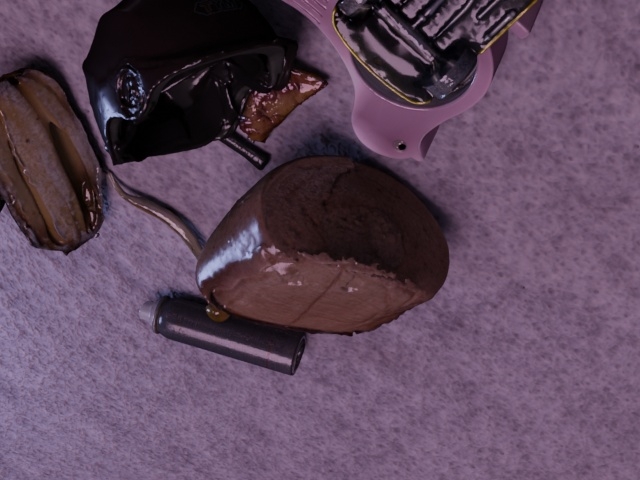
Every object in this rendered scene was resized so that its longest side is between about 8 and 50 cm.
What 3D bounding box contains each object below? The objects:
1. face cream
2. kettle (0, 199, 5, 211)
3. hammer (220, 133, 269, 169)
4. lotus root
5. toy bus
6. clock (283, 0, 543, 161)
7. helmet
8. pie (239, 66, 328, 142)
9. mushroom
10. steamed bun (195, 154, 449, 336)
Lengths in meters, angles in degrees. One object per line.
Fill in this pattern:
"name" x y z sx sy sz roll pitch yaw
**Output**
"face cream" -0.166 0.153 1.747 0.283 0.073 0.073 15 137 11
"kettle" -0.622 -0.127 1.550 0.324 0.228 0.321 27 169 -8
"hammer" -0.173 -0.177 1.455 0.246 0.029 0.103 33 138 -10
"lotus root" -0.420 -0.120 1.575 0.078 0.167 0.329 49 159 44
"toy bus" 0.163 -0.293 1.016 0.144 0.152 0.330 41 114 -14
"clock" 0.068 -0.243 1.233 0.290 0.080 0.275 29 138 -3
"helmet" -0.172 -0.228 1.276 0.305 0.225 0.177 -38 73 45
"pie" -0.070 -0.186 1.389 0.092 0.034 0.170 33 138 -14
"mushroom" -0.225 0.006 1.652 0.068 0.043 0.306 -30 112 8
"steamed bun" 0.000 0.000 1.425 0.301 0.199 0.251 15 152 -25
